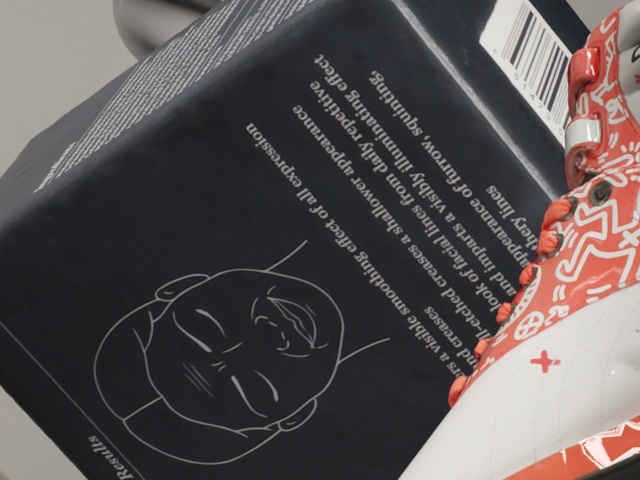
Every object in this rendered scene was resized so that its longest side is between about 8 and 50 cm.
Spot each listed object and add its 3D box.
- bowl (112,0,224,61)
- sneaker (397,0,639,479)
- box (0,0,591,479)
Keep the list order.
[{"bbox_3d":[-0.066,-0.178,1.768,0.298,0.298,0.134,7,109,-27],"label":"bowl"},{"bbox_3d":[0.099,0.017,0.638,0.270,0.145,0.090,-37,139,10],"label":"sneaker"},{"bbox_3d":[0.000,0.000,1.222,0.395,0.212,0.293,-31,108,29],"label":"box"}]
